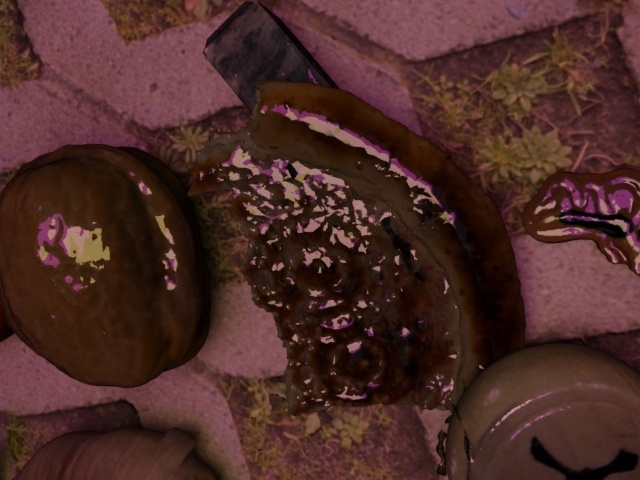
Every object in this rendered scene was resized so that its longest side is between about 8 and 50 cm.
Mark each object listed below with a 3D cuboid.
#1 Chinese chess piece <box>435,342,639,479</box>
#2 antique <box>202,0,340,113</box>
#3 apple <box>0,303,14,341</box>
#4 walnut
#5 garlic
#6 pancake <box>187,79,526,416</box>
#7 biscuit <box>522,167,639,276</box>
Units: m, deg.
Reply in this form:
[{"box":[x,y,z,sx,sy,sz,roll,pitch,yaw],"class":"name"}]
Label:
[{"box":[0.236,0.217,0.732,0.238,0.092,0.238,0,108,-1],"class":"Chinese chess piece"},{"box":[-0.042,-0.177,0.826,0.086,0.088,0.183,-41,82,13],"class":"antique"},{"box":[-0.439,0.057,0.905,0.160,0.173,0.195,35,105,14],"class":"apple"},{"box":[-0.246,0.029,0.822,0.283,0.227,0.283,5,106,19],"class":"walnut"},{"box":[-0.249,0.373,0.854,0.322,0.241,0.322,-7,70,21],"class":"garlic"},{"box":[0.043,0.025,0.770,0.305,0.067,0.427,-19,105,14],"class":"pancake"},{"box":[0.371,-0.010,0.744,0.320,0.047,0.183,16,94,16],"class":"biscuit"}]
